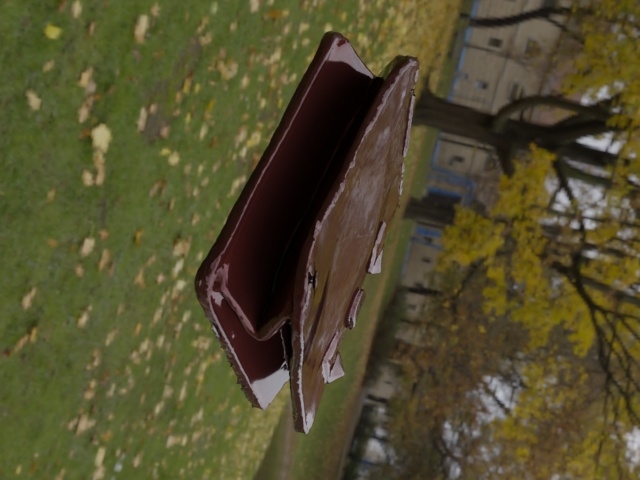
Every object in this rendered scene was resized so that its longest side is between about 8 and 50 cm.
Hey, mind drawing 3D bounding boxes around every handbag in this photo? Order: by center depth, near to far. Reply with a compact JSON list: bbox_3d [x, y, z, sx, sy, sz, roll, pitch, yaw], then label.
[{"bbox_3d":[0.001,0.000,0.738,0.275,0.084,0.260,85,26,-60],"label":"handbag"}]
